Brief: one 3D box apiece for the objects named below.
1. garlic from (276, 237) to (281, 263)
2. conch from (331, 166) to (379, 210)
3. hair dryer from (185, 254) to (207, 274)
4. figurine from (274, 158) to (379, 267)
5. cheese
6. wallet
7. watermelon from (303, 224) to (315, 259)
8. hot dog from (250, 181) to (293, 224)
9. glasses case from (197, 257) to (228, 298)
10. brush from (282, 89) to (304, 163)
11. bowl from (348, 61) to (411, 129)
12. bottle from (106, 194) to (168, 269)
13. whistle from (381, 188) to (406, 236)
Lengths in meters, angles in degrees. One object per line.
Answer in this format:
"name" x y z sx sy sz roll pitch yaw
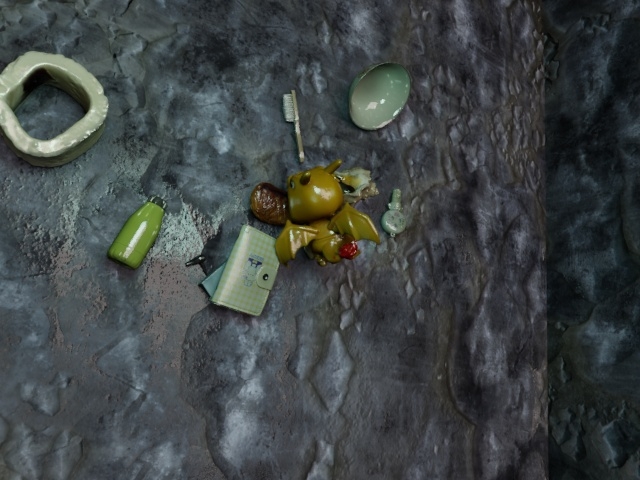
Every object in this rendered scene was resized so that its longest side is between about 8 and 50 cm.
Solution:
"garlic" -0.168 0.055 1.728 0.084 0.066 0.152 24 65 4
"conch" 0.096 -0.213 1.846 0.324 0.263 0.186 -5 109 3
"hair dryer" -0.450 0.099 1.569 0.079 0.031 0.083 -27 104 -21
"figurine" 0.028 -0.093 1.608 0.268 0.401 0.386 -35 110 -57
"cheese" -0.859 -0.407 1.334 0.292 0.153 0.332 39 63 -20
"wallet" -0.265 0.119 1.598 0.223 0.077 0.309 28 79 -32
"watermelon" -0.010 0.000 1.816 0.193 0.137 0.145 32 102 -24
"hot dog" -0.185 -0.149 1.725 0.227 0.099 0.160 24 70 -28
"glasses case" -0.344 0.108 1.621 0.266 0.056 0.105 -44 129 -29
"brush" -0.122 -0.498 1.851 0.065 0.070 0.327 -8 87 -14
"bowl" 0.253 -0.717 2.022 0.337 0.337 0.157 -5 45 -32
"bottle" -0.613 -0.035 1.440 0.112 0.112 0.260 32 66 -23
"whistle" 0.363 -0.133 2.077 0.126 0.067 0.257 16 69 -15
